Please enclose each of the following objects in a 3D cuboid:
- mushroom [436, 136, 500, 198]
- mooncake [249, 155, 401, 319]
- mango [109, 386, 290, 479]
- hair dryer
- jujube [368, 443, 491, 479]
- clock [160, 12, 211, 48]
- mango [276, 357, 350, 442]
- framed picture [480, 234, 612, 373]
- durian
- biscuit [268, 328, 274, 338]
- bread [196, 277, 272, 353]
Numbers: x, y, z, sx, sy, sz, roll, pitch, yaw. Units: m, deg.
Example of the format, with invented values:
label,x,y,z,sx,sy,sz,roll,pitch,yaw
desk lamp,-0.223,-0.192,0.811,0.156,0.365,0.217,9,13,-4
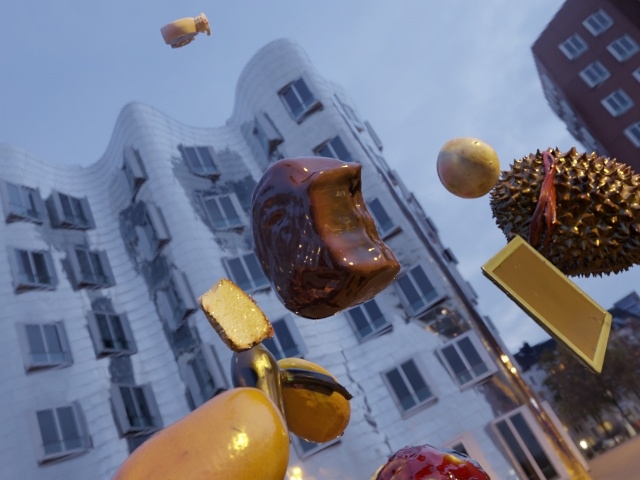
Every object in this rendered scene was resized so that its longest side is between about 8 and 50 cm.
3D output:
label,x,y,z,sx,sy,sz,roll,pitch,yaw
mushroom,0.189,-0.095,0.775,0.067,0.084,0.083,-50,-14,-32
mooncake,0.000,0.000,1.221,0.174,0.334,0.325,-13,-69,-39
mango,-0.166,0.341,0.855,0.317,0.211,0.173,-45,-45,-30
hair dryer,-0.030,0.289,1.142,0.272,0.235,0.091,10,-55,-32
jujube,0.131,0.508,0.953,0.258,0.258,0.376,25,-97,-57
clock,-0.249,-0.383,1.123,0.087,0.041,0.129,-22,12,-8
mango,-0.027,0.398,1.510,0.177,0.119,0.316,-29,-59,2
framed picture,0.393,0.097,1.042,0.019,0.232,0.296,-53,-17,26
durian,0.579,-0.058,1.400,0.347,0.384,0.347,-45,-23,-26
biscuit,-0.160,0.226,1.628,0.015,0.091,0.078,-38,4,18
bread,-0.149,0.130,1.020,0.044,0.129,0.126,-39,-1,22
